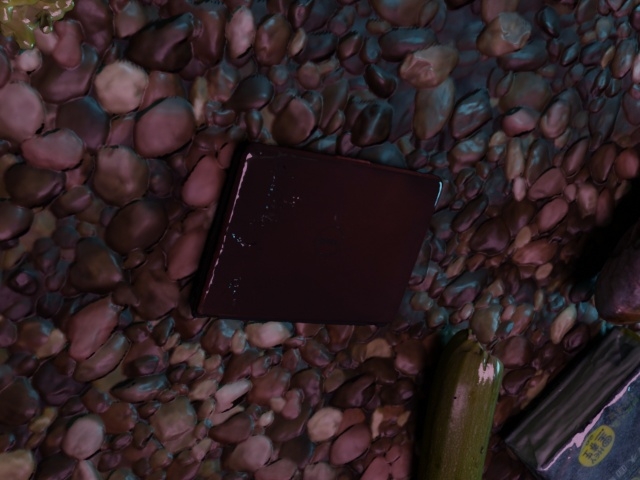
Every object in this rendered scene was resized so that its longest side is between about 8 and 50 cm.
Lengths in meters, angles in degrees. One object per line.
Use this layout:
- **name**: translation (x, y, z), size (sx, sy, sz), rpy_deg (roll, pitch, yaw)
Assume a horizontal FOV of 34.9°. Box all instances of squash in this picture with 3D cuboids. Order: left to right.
- **squash**: translation (0.136, 0.191, 1.010), size (0.069, 0.069, 0.238), rpy_deg (-11, 122, -28)

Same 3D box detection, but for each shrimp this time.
- **shrimp**: translation (0.404, -0.040, 1.029), size (0.343, 0.116, 0.145), rpy_deg (-42, 153, -10)

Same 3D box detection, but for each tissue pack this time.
- **tissue pack**: translation (0.336, 0.236, 1.155), size (0.185, 0.081, 0.257), rpy_deg (-44, 129, -5)

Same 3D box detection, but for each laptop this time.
- **laptop**: translation (0.000, 0.000, 0.849), size (0.207, 0.026, 0.153), rpy_deg (6, 109, -36)

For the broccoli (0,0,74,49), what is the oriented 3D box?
- **broccoli**: translation (-0.144, -0.212, 0.495), size (0.263, 0.243, 0.246), rpy_deg (-1, 128, -27)
